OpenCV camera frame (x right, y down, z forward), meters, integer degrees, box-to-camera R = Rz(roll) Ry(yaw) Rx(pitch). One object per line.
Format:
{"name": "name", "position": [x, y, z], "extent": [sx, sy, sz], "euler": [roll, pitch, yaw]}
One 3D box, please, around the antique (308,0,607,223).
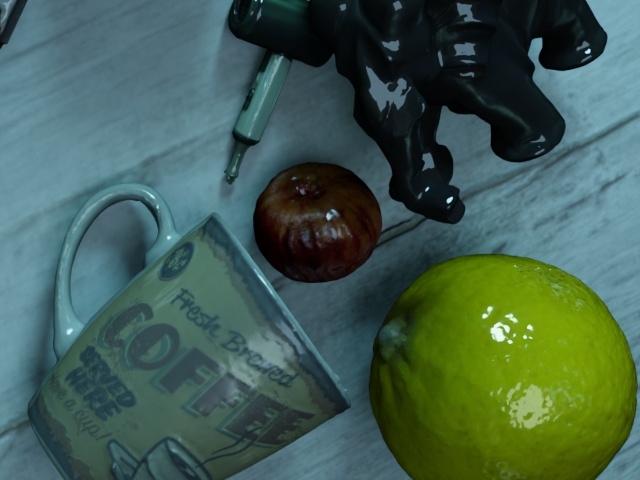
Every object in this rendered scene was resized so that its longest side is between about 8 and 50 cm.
{"name": "antique", "position": [0.124, -0.201, 1.268], "extent": [0.322, 0.185, 0.255], "euler": [-56, 135, -32]}

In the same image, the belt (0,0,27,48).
{"name": "belt", "position": [-0.303, -0.223, 1.107], "extent": [0.128, 0.124, 0.201], "euler": [25, 91, -11]}

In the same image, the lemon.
{"name": "lemon", "position": [0.186, 0.147, 1.388], "extent": [0.293, 0.293, 0.293], "euler": [-9, 111, -23]}

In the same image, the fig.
{"name": "fig", "position": [-0.010, -0.010, 1.332], "extent": [0.128, 0.128, 0.150], "euler": [3, 146, -27]}

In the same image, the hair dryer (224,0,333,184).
{"name": "hair dryer", "position": [-0.060, -0.144, 1.297], "extent": [0.100, 0.057, 0.198], "euler": [14, 107, -27]}

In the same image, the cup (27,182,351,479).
{"name": "cup", "position": [-0.157, 0.101, 1.258], "extent": [0.257, 0.227, 0.301], "euler": [-34, 90, -7]}
